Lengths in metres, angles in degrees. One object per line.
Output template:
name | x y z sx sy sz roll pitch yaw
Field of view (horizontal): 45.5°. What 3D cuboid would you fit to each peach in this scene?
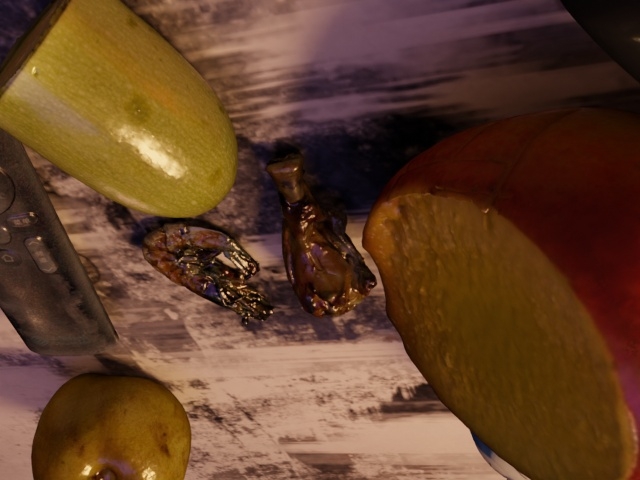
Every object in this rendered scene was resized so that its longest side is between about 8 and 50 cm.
peach | 0.164 0.033 0.529 0.245 0.249 0.274 -2 -166 -42

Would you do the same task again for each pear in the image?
pear | -0.252 0.257 0.935 0.199 0.200 0.200 5 142 4

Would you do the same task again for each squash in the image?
squash | -0.133 -0.081 0.535 0.123 0.123 0.186 -22 132 34

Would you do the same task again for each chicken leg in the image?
chicken leg | 0.000 0.000 0.658 0.093 0.070 0.178 12 137 38

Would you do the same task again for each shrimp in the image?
shrimp | -0.096 0.034 0.740 0.091 0.034 0.161 -28 128 37

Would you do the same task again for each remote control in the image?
remote control | -0.290 -0.006 0.711 0.107 0.044 0.378 -5 140 1

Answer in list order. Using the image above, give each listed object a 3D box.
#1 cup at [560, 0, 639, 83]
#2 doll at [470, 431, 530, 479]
cup | 0.231 -0.141 0.344 0.223 0.169 0.176 -18 140 36
doll | 0.271 0.160 0.734 0.256 0.161 0.215 -14 163 22
